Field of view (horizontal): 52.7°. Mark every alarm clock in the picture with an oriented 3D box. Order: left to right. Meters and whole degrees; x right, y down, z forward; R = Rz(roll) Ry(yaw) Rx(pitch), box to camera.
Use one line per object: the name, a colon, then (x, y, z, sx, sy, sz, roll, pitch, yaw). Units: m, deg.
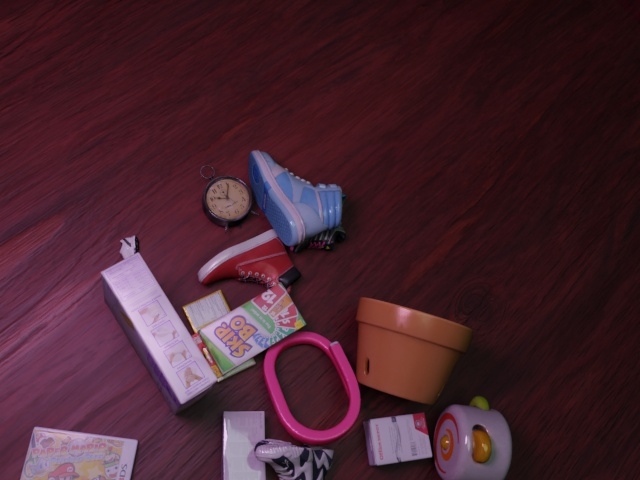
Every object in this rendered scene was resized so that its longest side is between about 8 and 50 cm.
alarm clock: (-0.256, -0.118, 1.704, 0.129, 0.064, 0.192, -30, 83, -23)

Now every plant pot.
plant pot: (0.210, 0.277, 1.594, 0.290, 0.291, 0.204, 17, 83, -9)

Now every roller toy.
roller toy: (0.363, 0.503, 1.582, 0.146, 0.191, 0.209, 10, 24, -11)

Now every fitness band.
fitness band: (-0.021, 0.349, 1.563, 0.208, 0.054, 0.291, -15, 57, -17)

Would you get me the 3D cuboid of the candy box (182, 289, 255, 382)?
candy box: (-0.251, 0.235, 1.596, 0.105, 0.027, 0.206, -23, 78, -23)

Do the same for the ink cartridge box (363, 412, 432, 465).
ink cartridge box: (0.189, 0.494, 1.608, 0.150, 0.063, 0.109, -2, 72, -16)

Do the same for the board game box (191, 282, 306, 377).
board game box: (-0.176, 0.220, 1.577, 0.259, 0.039, 0.124, -30, 82, -12)

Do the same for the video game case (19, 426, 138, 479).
video game case: (-0.533, 0.527, 1.409, 0.226, 0.026, 0.207, 11, 68, -12)

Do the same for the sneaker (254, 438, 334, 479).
sneaker: (-0.068, 0.540, 1.468, 0.235, 0.094, 0.153, 28, 69, -52)

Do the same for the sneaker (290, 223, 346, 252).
sneaker: (0.000, 0.000, 1.734, 0.170, 0.063, 0.075, -25, 73, -28)

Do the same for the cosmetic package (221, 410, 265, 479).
cosmetic package: (-0.178, 0.518, 1.484, 0.098, 0.060, 0.239, 3, 63, -13)

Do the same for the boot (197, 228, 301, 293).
boot: (-0.173, 0.094, 1.641, 0.244, 0.088, 0.176, -26, 81, -26)

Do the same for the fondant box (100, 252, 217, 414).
fondant box: (-0.367, 0.217, 1.453, 0.096, 0.238, 0.330, -32, 81, -24)

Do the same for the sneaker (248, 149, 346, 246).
sneaker: (-0.055, -0.130, 1.716, 0.208, 0.127, 0.319, -15, 57, -24)

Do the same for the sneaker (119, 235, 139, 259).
sneaker: (-0.473, 0.042, 1.602, 0.043, 0.040, 0.109, -7, 68, -1)
